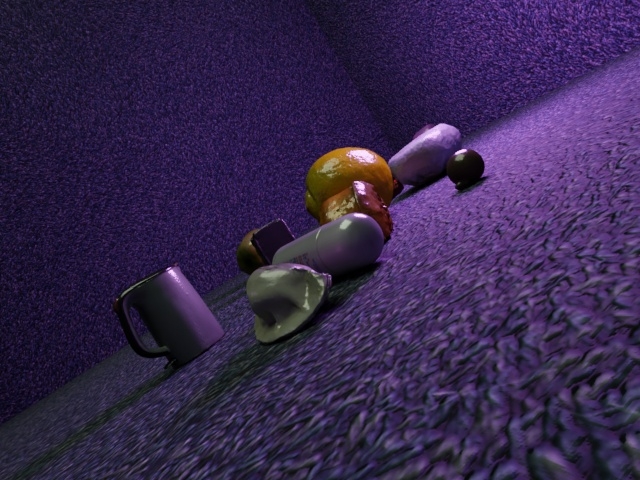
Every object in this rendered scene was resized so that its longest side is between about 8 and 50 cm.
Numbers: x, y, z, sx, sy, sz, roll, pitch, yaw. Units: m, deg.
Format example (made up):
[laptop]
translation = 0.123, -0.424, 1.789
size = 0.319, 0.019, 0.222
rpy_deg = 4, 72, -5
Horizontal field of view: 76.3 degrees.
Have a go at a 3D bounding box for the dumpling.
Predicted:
[dumpling]
translation = -0.079, 0.125, 0.813
size = 0.247, 0.142, 0.172
rpy_deg = -14, 52, 53

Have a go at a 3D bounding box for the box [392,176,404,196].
[box]
translation = 0.210, -0.195, 2.136
size = 0.416, 0.115, 0.264
rpy_deg = -28, 5, 40

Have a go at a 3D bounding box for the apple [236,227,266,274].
[apple]
translation = -0.322, 0.061, 2.216
size = 0.279, 0.279, 0.279
rpy_deg = -31, 5, 3

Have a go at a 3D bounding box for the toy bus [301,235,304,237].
[toy bus]
translation = -0.059, 0.046, 1.499
size = 0.160, 0.091, 0.079
rpy_deg = -34, 35, -16

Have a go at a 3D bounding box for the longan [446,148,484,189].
[longan]
translation = 0.408, -0.200, 1.151
size = 0.106, 0.106, 0.119
rpy_deg = -20, 52, 67

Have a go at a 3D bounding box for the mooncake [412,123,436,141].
[mooncake]
translation = 0.598, -0.499, 2.157
size = 0.133, 0.244, 0.245
rpy_deg = -33, 3, 40

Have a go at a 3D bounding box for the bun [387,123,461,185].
[bun]
translation = 0.470, -0.367, 1.803
size = 0.355, 0.194, 0.354
rpy_deg = -34, 6, 4

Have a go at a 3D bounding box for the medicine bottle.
[medicine bottle]
translation = 0.015, 0.030, 0.994
size = 0.130, 0.130, 0.341
rpy_deg = -35, 6, -37

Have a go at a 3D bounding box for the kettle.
[kettle]
translation = -0.415, 0.211, 1.108
size = 0.165, 0.255, 0.240
rpy_deg = -25, 8, 37

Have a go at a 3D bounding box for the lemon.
[lemon]
translation = 0.107, -0.189, 1.537
size = 0.348, 0.347, 0.348
rpy_deg = -31, 5, 3

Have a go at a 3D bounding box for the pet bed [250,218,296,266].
[pet bed]
translation = -0.197, 0.029, 1.848
size = 0.183, 0.210, 0.159
rpy_deg = -33, -4, -10

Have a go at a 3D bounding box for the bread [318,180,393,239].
[bread]
translation = 0.099, -0.071, 1.210
size = 0.195, 0.178, 0.340
rpy_deg = -31, 4, 17
